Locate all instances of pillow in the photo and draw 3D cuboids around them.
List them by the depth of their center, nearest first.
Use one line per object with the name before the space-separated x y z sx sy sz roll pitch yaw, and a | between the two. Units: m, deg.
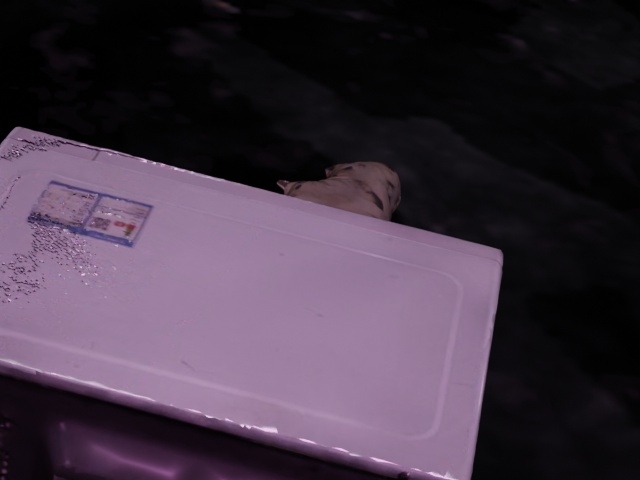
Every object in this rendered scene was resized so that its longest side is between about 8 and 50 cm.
pillow | -0.001 0.001 1.120 0.093 0.051 0.241 16 36 4

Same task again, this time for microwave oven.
microwave oven | -0.070 0.093 0.841 0.295 0.181 0.237 15 35 3
